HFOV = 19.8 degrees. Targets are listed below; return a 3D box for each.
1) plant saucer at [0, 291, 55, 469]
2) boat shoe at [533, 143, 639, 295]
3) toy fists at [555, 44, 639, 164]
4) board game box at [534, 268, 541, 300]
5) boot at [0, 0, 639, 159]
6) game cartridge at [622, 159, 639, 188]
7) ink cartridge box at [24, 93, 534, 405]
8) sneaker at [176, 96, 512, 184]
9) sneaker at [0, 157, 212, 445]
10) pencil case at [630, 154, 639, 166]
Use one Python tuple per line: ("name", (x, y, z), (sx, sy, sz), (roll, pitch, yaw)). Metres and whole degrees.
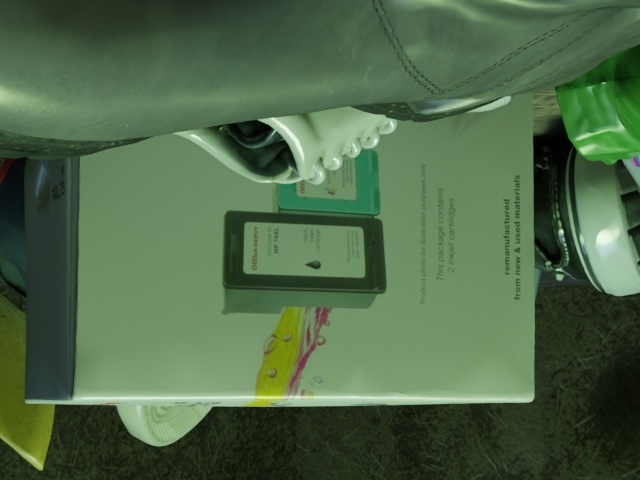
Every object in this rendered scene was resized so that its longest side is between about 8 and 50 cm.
("plant saucer", (-0.320, 0.031, 1.384), (0.333, 0.081, 0.333), (42, 169, -6))
("boat shoe", (0.185, -0.014, 1.398), (0.119, 0.121, 0.335), (-5, 177, 8))
("toy fists", (0.207, -0.070, 0.797), (0.142, 0.096, 0.279), (-8, 177, 26))
("board game box", (0.000, 0.000, 1.530), (0.318, 0.066, 0.318), (11, 179, 17))
("boot", (0.043, -0.100, 0.542), (0.222, 0.118, 0.338), (-8, -177, 39))
("game cartridge", (0.342, -0.046, 1.110), (0.294, 0.060, 0.196), (-1, 161, 26))
("ink cartridge box", (-0.033, 0.001, 1.103), (0.270, 0.197, 0.198), (2, 175, -16))
("sneaker", (-0.009, -0.070, 0.878), (0.258, 0.091, 0.094), (3, 174, -36))
("sneaker", (-0.162, 0.027, 1.371), (0.148, 0.131, 0.350), (32, 158, 27))
("pencil case", (0.240, -0.075, 1.005), (0.151, 0.064, 0.070), (-3, -170, 27))
